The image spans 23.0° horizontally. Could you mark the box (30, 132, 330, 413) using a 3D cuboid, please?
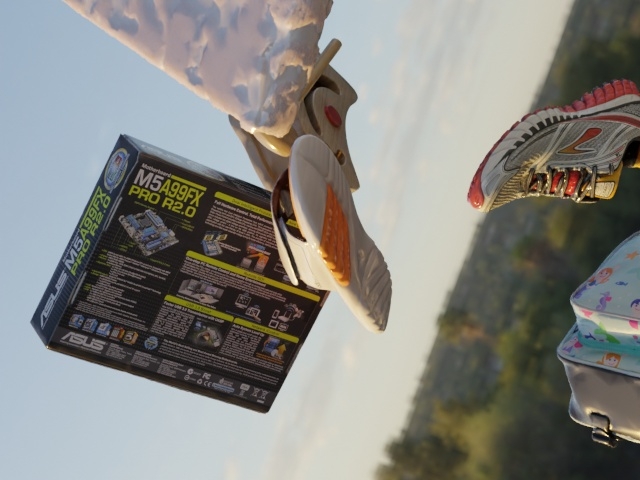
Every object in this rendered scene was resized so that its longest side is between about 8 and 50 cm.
[{"bbox_3d":[-0.123,0.039,1.578,0.216,0.270,0.060,-64,33,9],"label":"box"}]

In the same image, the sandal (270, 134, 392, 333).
[{"bbox_3d":[-0.001,0.009,1.510,0.265,0.076,0.102,62,-149,-47],"label":"sandal"}]

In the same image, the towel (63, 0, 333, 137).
[{"bbox_3d":[-0.069,-0.276,1.011,0.053,0.317,0.332,0,-65,-41],"label":"towel"}]

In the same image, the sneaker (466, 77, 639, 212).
[{"bbox_3d":[0.235,-0.077,1.477,0.225,0.093,0.088,-24,-22,-24],"label":"sneaker"}]

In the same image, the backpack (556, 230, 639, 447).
[{"bbox_3d":[0.395,0.094,1.688,0.253,0.225,0.191,-36,-55,-40],"label":"backpack"}]

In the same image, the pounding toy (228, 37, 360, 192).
[{"bbox_3d":[0.004,-0.131,1.760,0.155,0.154,0.269,-31,15,24],"label":"pounding toy"}]
